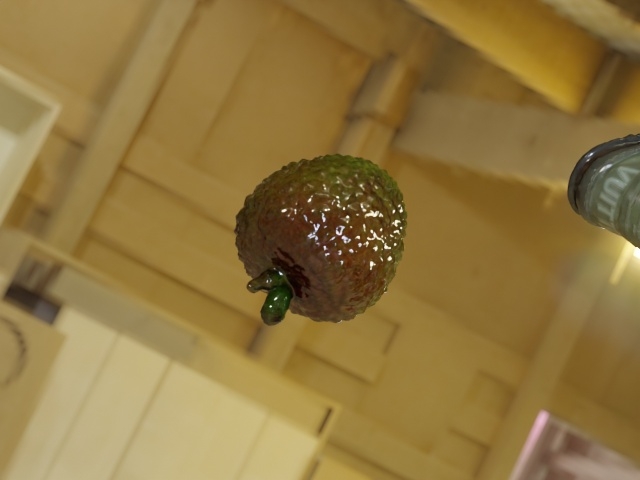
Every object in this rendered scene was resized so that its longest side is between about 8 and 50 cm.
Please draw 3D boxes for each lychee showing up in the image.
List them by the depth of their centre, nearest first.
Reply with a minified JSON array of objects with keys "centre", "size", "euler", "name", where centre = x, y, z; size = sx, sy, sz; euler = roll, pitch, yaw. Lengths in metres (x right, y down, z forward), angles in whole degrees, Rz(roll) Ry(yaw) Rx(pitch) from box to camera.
[{"centre":[0.000,0.000,1.291],"size":[0.114,0.146,0.114],"euler":[29,-37,25],"name":"lychee"}]

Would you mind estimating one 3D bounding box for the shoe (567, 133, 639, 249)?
[{"centre":[0.383,-0.047,1.732],"size":[0.149,0.293,0.109],"euler":[-128,-151,-52],"name":"shoe"}]
